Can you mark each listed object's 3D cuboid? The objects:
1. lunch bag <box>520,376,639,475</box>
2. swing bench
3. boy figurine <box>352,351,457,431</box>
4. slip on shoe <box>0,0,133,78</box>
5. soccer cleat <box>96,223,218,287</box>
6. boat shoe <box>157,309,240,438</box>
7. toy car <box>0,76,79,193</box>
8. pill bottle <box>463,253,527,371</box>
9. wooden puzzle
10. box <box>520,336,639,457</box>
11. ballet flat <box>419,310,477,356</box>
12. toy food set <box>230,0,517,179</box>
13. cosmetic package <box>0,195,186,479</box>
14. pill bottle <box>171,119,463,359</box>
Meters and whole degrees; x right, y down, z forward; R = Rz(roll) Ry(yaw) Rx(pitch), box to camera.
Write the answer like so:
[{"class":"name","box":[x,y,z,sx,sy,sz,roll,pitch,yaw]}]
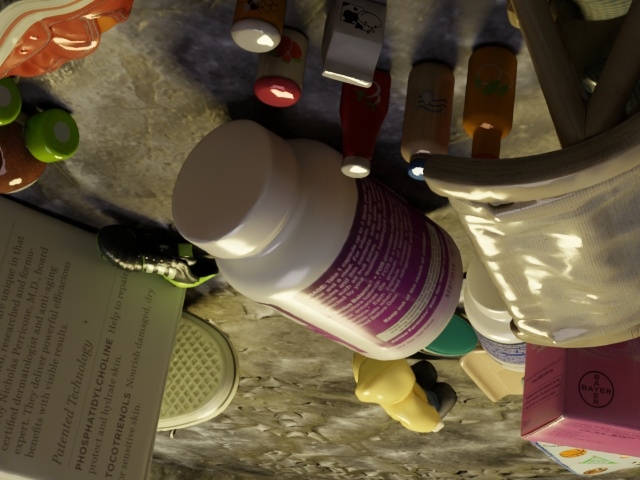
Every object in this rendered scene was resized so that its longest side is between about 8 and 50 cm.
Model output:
[{"class":"lunch bag","box":[0.434,0.247,1.495,0.243,0.115,0.303,-17,151,24]},{"class":"swing bench","box":[0.184,-0.087,0.657,0.165,0.255,0.253,-1,156,21]},{"class":"boy figurine","box":[0.112,0.205,1.539,0.092,0.177,0.285,-42,154,4]},{"class":"slip on shoe","box":[-0.170,-0.195,0.727,0.101,0.123,0.331,-4,169,-38]},{"class":"soccer cleat","box":[-0.201,0.015,1.306,0.072,0.060,0.179,-19,153,31]},{"class":"boat shoe","box":[-0.261,0.210,1.642,0.156,0.187,0.500,18,161,-36]},{"class":"toy car","box":[-0.347,-0.048,1.019,0.155,0.188,0.149,-9,152,35]},{"class":"pill bottle","box":[0.228,0.076,1.226,0.112,0.112,0.187,0,157,19]},{"class":"wooden puzzle","box":[0.347,0.186,1.553,0.238,0.044,0.221,-8,153,21]},{"class":"box","box":[0.327,0.088,1.049,0.213,0.243,0.117,11,157,-6]},{"class":"ballet flat","box":[0.117,0.112,1.424,0.203,0.074,0.074,12,158,-25]},{"class":"toy food set","box":[0.034,-0.114,0.840,0.232,0.105,0.111,13,157,-13]},{"class":"cosmetic package","box":[-0.443,0.151,1.355,0.393,0.328,0.329,24,153,-31]},{"class":"pill bottle","box":[0.000,0.000,1.047,0.169,0.169,0.301,-10,152,37]}]
